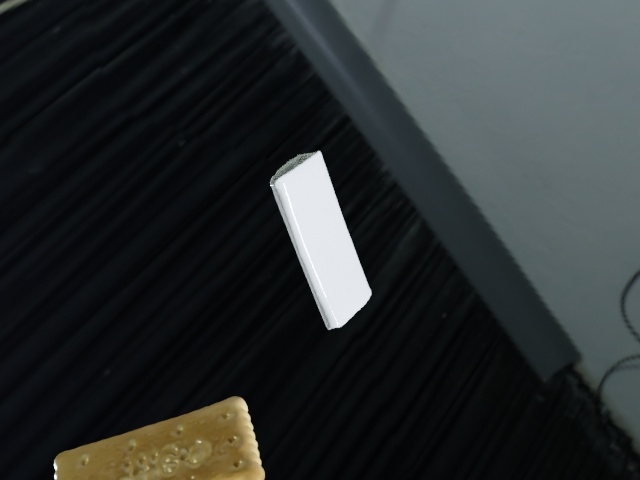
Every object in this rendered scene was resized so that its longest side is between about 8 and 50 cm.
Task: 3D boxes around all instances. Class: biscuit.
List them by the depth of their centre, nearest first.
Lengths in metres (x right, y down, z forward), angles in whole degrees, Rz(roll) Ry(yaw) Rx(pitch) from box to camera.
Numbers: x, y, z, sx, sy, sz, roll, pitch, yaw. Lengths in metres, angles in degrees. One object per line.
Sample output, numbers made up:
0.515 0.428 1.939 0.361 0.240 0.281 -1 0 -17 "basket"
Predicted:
-0.197 0.273 1.374 0.249 0.160 0.030 -17 125 -3 "biscuit"

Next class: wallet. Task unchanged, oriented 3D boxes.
0.000 0.000 0.843 0.025 0.061 0.122 -10 109 31 "wallet"
